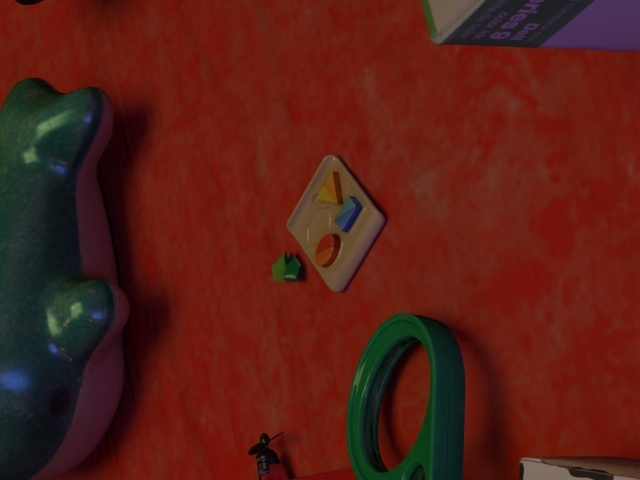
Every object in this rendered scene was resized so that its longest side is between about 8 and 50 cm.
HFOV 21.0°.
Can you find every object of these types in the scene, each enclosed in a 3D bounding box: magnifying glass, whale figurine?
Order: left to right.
[{"bbox_3d":[-0.213,0.025,1.132,0.216,0.141,0.272,16,97,49],"label":"whale figurine"},{"bbox_3d":[0.054,0.129,0.855,0.092,0.026,0.231,-57,28,33],"label":"magnifying glass"}]

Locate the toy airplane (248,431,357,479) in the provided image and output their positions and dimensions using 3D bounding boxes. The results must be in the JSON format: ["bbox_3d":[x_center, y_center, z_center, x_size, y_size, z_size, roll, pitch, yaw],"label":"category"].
[{"bbox_3d":[-0.023,0.183,0.982,0.151,0.028,0.151,-8,80,50],"label":"toy airplane"}]

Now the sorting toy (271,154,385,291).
[{"bbox_3d":[0.000,0.000,0.991,0.062,0.012,0.083,52,122,38],"label":"sorting toy"}]

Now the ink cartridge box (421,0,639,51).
[{"bbox_3d":[0.137,-0.161,0.698,0.093,0.212,0.154,-45,53,56],"label":"ink cartridge box"}]

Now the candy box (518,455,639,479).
[{"bbox_3d":[0.161,0.198,0.739,0.165,0.070,0.196,3,88,49],"label":"candy box"}]

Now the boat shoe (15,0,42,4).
[{"bbox_3d":[-0.109,-0.282,1.089,0.355,0.132,0.130,-39,83,34],"label":"boat shoe"}]
